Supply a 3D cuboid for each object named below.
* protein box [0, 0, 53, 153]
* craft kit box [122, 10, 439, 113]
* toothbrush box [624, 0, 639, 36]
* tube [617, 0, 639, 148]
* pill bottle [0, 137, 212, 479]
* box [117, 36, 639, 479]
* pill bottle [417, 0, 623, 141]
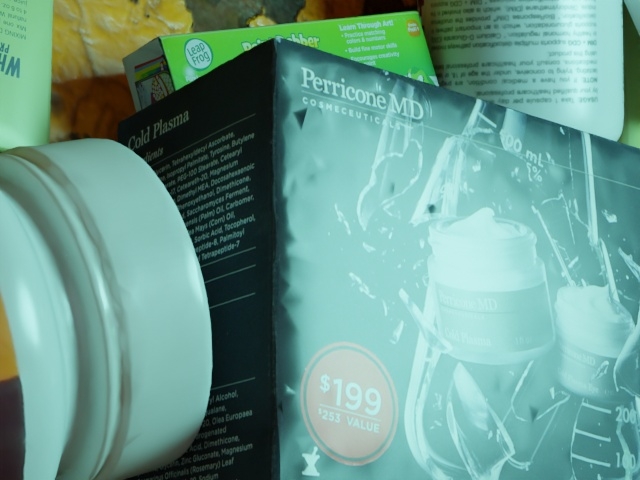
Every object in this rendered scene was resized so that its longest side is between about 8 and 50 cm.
[{"bbox_3d":[-0.274,-0.140,0.964,0.200,0.136,0.201,12,68,-39],"label":"protein box"},{"bbox_3d":[0.002,-0.033,1.179,0.250,0.061,0.247,-11,86,-41],"label":"craft kit box"},{"bbox_3d":[0.334,-0.273,1.453,0.216,0.126,0.295,53,30,-46],"label":"toothbrush box"},{"bbox_3d":[0.298,-0.150,1.524,0.070,0.062,0.240,82,14,-57],"label":"tube"},{"bbox_3d":[-0.266,0.070,0.813,0.392,0.224,0.224,-13,85,-34],"label":"pill bottle"},{"bbox_3d":[0.054,0.080,1.035,0.343,0.179,0.312,12,68,-36],"label":"box"},{"bbox_3d":[0.156,-0.148,1.297,0.160,0.160,0.283,-5,95,-42],"label":"pill bottle"}]
